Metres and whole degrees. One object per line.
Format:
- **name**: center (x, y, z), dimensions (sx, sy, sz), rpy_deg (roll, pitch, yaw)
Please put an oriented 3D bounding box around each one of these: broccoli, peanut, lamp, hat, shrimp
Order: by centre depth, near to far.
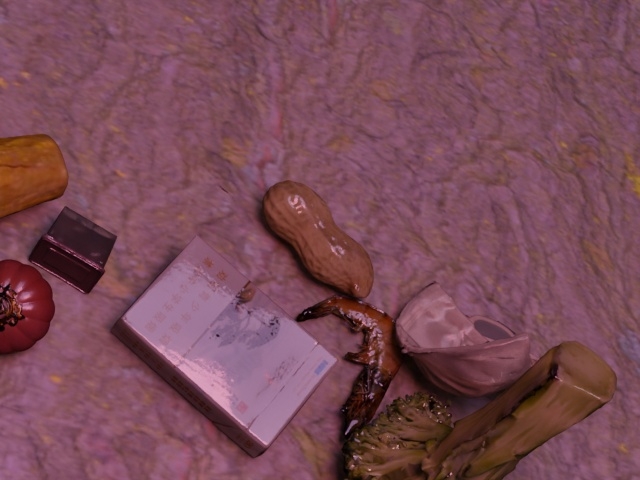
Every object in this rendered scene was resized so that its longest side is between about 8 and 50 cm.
- **lamp**: center (-0.353, 0.074, 1.650), dimensions (0.107, 0.092, 0.107), rpy_deg (0, 88, 1)
- **broccoli**: center (0.189, 0.235, 1.705), dimensions (0.221, 0.361, 0.252), rpy_deg (53, 16, 11)
- **shrimp**: center (0.026, 0.149, 1.843), dimensions (0.148, 0.035, 0.195), rpy_deg (36, 51, -9)
- **peanut**: center (0.000, 0.000, 1.880), dimensions (0.187, 0.082, 0.082), rpy_deg (49, 54, 3)
- **hat**: center (0.214, 0.167, 1.883), dimensions (0.164, 0.219, 0.226), rpy_deg (-39, 118, -10)

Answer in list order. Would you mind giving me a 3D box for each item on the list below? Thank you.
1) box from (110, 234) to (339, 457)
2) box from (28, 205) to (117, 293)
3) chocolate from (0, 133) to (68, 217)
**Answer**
- **box**: center (-0.113, 0.126, 1.751), dimensions (0.233, 0.067, 0.149), rpy_deg (42, 67, -2)
- **box**: center (-0.290, 0.010, 1.739), dimensions (0.085, 0.060, 0.063), rpy_deg (31, 48, -10)
- **chocolate**: center (-0.492, -0.046, 1.614), dimensions (0.445, 0.162, 0.162), rpy_deg (-18, 75, -36)
